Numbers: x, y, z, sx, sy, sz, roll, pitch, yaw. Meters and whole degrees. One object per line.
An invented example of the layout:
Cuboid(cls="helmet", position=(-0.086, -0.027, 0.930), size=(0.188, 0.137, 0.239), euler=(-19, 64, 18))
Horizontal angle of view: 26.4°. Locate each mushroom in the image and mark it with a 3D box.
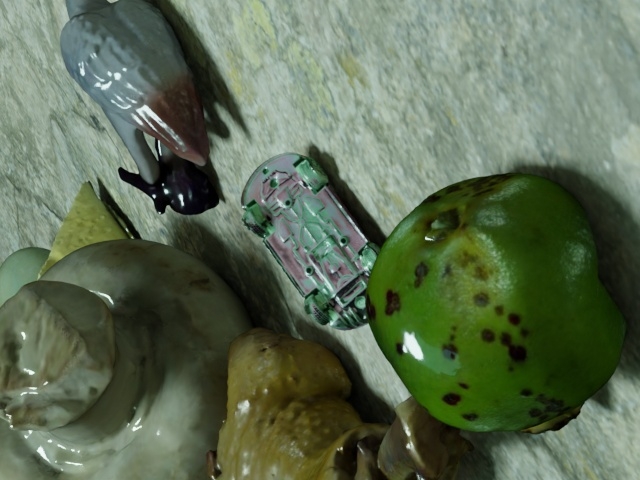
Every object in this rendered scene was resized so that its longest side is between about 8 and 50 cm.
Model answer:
Cuboid(cls="mushroom", position=(-0.207, 0.131, 1.240), size=(0.297, 0.297, 0.290), euler=(49, -173, 31))

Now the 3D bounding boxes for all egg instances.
Cuboid(cls="egg", position=(-0.366, 0.082, 1.794), size=(0.114, 0.114, 0.152), euler=(-5, 106, 66))

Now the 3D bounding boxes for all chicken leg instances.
Cuboid(cls="chicken leg", position=(0.004, 0.178, 1.079), size=(0.409, 0.182, 0.295), euler=(116, 140, -58))

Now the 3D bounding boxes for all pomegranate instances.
Cuboid(cls="pomegranate", position=(0.096, 0.053, 0.763), size=(0.143, 0.122, 0.169), euler=(4, 120, 31))

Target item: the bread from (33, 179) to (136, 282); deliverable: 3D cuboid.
Cuboid(cls="bread", position=(-0.137, 0.189, 1.543), size=(0.405, 0.242, 0.345), euler=(21, 141, 9))

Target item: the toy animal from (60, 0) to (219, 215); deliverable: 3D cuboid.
Cuboid(cls="toy animal", position=(-0.172, -0.159, 1.144), size=(0.195, 0.090, 0.324), euler=(6, 122, 64))

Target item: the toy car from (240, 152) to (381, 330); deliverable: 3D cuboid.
Cuboid(cls="toy car", position=(0.000, 0.000, 0.994), size=(0.142, 0.069, 0.055), euler=(54, -165, 20))
